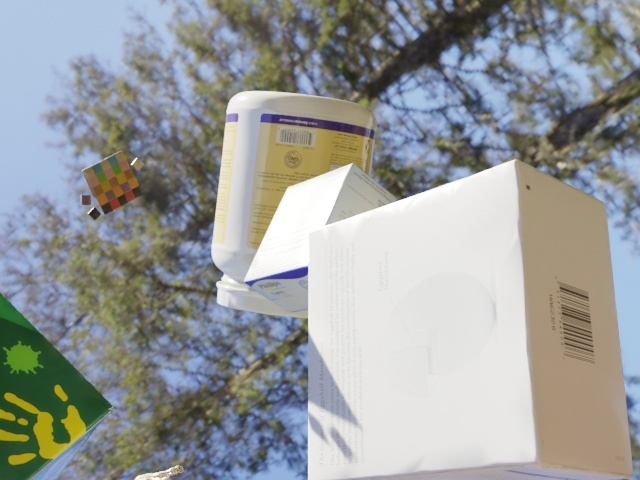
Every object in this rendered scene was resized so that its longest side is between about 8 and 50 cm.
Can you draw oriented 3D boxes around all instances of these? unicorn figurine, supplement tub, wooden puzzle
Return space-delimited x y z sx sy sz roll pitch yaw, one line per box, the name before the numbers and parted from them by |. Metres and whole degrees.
unicorn figurine | -0.280 0.416 1.646 0.162 0.111 0.060 83 169 -57
supplement tub | -0.045 -0.055 1.548 0.241 0.241 0.331 4 -87 -48
wooden puzzle | -0.208 -0.057 0.979 0.083 0.006 0.049 -34 -74 -39

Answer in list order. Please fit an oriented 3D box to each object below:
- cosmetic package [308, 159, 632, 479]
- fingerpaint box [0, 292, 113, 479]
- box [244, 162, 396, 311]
cosmetic package | 0.111 0.084 0.798 0.138 0.225 0.224 18 -116 -43
fingerpaint box | -0.486 0.202 1.073 0.371 0.445 0.163 45 -142 4
box | 0.000 0.000 1.077 0.072 0.126 0.137 37 -119 -25
